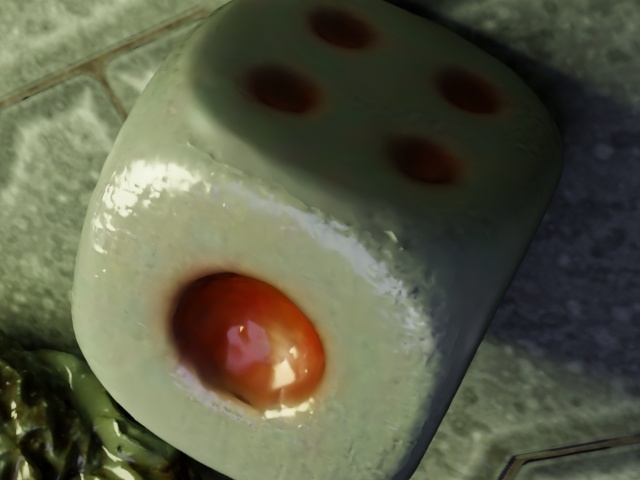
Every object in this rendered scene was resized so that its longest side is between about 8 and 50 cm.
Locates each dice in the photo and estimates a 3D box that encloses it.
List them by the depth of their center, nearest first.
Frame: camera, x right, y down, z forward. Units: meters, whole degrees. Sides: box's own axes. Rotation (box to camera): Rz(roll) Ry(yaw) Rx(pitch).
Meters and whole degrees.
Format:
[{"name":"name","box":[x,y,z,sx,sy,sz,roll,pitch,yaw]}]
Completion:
[{"name":"dice","box":[0.000,0.000,0.673,0.193,0.192,0.194,25,130,8]}]

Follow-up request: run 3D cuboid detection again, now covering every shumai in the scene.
[{"name":"shumai","box":[-0.180,0.167,0.913,0.218,0.189,0.256,1,117,1]}]
